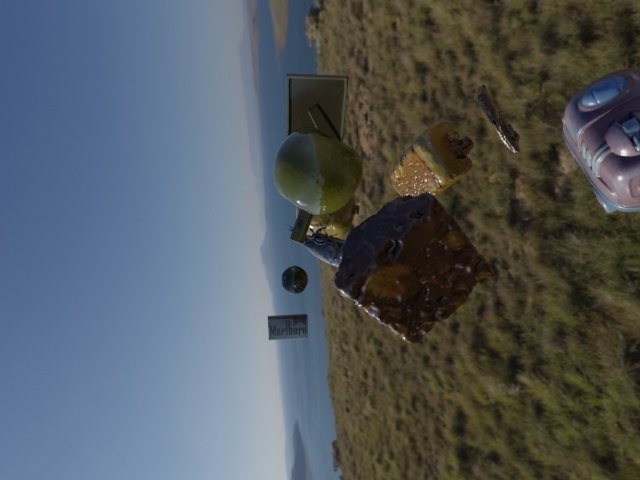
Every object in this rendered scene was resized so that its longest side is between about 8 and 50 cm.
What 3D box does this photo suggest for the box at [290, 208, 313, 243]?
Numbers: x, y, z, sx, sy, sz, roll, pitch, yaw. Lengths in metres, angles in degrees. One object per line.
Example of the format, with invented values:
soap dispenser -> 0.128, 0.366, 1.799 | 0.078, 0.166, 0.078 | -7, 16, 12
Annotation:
box -> -0.068, -0.068, 1.737 | 0.087, 0.023, 0.155 | 20, 91, 55

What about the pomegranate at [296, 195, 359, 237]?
pomegranate -> 0.035, -0.154, 2.246 | 0.332, 0.332, 0.333 | 175, 90, -83

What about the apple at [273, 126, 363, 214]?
apple -> 0.000, -0.216, 1.495 | 0.258, 0.295, 0.233 | -61, 31, 7

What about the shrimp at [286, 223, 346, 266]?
shrimp -> -0.004, 0.004, 2.055 | 0.145, 0.343, 0.116 | -64, -16, 2

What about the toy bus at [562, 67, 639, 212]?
toy bus -> 0.612, -0.212, 0.903 | 0.232, 0.197, 0.294 | 26, -135, -46

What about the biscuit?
biscuit -> 0.249, 0.075, 1.231 | 0.395, 0.342, 0.166 | 42, -169, -38

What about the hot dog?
hot dog -> 0.392, -0.264, 1.544 | 0.185, 0.223, 0.405 | 51, 171, 4

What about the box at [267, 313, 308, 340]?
box -> -0.144, 0.383, 1.987 | 0.036, 0.177, 0.115 | -102, 11, -69

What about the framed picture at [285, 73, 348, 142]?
framed picture -> -0.017, -0.436, 1.591 | 0.020, 0.211, 0.289 | -96, 8, -54

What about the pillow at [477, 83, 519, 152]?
pillow -> 0.565, -0.387, 1.435 | 0.232, 0.043, 0.126 | 48, -145, -18

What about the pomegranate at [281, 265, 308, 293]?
pomegranate -> -0.114, 0.173, 1.946 | 0.130, 0.130, 0.130 | 175, 90, -83
